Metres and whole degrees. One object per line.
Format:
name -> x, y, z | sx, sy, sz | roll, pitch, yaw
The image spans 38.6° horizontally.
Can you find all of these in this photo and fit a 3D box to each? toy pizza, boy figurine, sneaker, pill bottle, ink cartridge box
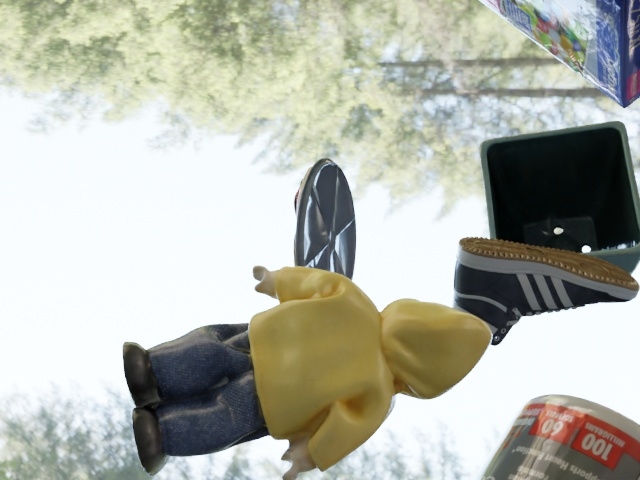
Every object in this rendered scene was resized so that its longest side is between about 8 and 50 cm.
toy pizza -> 0.000, 0.000, 1.114 | 0.201, 0.032, 0.201 | 1, -90, -70
boy figurine -> -0.010, 0.094, 0.722 | 0.285, 0.177, 0.092 | -13, -27, -9
sneaker -> 0.341, 0.094, 1.428 | 0.282, 0.099, 0.153 | 11, -70, 5
pill bottle -> 0.210, 0.353, 0.918 | 0.363, 0.210, 0.210 | -50, -56, -26
ink cartridge box -> 0.283, -0.273, 1.015 | 0.065, 0.311, 0.186 | -38, -34, -8

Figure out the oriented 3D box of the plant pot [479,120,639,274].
plant pot -> 0.428, -0.029, 1.622 | 0.252, 0.247, 0.247 | 59, -153, -61
